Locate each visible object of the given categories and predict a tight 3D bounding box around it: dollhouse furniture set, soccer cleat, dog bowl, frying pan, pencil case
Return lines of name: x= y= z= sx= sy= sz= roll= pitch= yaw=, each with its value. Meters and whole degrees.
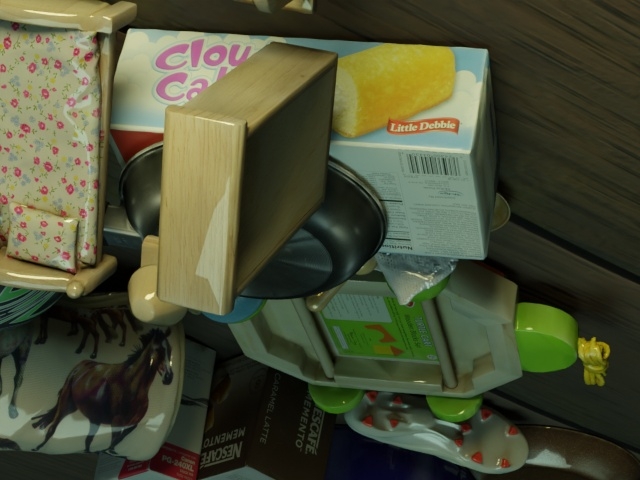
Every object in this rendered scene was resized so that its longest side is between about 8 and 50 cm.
dollhouse furniture set: x=-0.184 y=-0.092 z=0.897 sx=0.355 sy=0.174 sz=0.303 roll=13 pitch=115 yaw=14
soccer cleat: x=0.119 y=0.194 z=1.519 sx=0.196 sy=0.068 sz=0.076 roll=16 pitch=166 yaw=-5
dog bowl: x=0.048 y=0.315 z=1.712 sx=0.265 sy=0.104 sz=0.265 roll=9 pitch=151 yaw=5
frying pan: x=-0.113 y=-0.025 z=1.047 sx=0.326 sy=0.053 sz=0.197 roll=12 pitch=150 yaw=-6
pencil case: x=-0.325 y=0.102 z=1.347 sx=0.410 sy=0.160 sz=0.183 roll=7 pitch=116 yaw=-16

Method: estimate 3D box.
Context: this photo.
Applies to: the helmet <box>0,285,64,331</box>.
helmet: x=-0.280 y=-0.002 z=1.207 sx=0.169 sy=0.161 sz=0.169 roll=9 pitch=151 yaw=5

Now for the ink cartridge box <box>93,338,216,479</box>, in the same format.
ink cartridge box: x=-0.170 y=0.182 z=1.510 sx=0.063 sy=0.150 sz=0.109 roll=25 pitch=149 yaw=-31

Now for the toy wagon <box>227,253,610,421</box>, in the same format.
toy wagon: x=0.087 y=0.079 z=1.316 sx=0.344 sy=0.068 sz=0.267 roll=2 pitch=150 yaw=15

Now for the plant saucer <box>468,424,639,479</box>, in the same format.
plant saucer: x=0.251 y=0.258 z=1.607 sx=0.198 sy=0.036 sz=0.198 roll=9 pitch=152 yaw=5

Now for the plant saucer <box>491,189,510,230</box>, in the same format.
plant saucer: x=0.109 y=-0.032 z=1.160 sx=0.083 sy=0.015 sz=0.083 roll=9 pitch=151 yaw=5

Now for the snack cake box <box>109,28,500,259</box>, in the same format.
snack cake box: x=-0.008 y=-0.068 z=1.065 sx=0.264 sy=0.089 sz=0.152 roll=5 pitch=152 yaw=13

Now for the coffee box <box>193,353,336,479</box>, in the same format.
coffee box: x=-0.099 y=0.212 z=1.546 sx=0.098 sy=0.141 sz=0.246 roll=29 pitch=147 yaw=-29

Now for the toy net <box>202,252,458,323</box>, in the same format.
toy net: x=0.000 y=0.000 z=1.185 sx=0.232 sy=0.122 sz=0.045 roll=-5 pitch=174 yaw=13
